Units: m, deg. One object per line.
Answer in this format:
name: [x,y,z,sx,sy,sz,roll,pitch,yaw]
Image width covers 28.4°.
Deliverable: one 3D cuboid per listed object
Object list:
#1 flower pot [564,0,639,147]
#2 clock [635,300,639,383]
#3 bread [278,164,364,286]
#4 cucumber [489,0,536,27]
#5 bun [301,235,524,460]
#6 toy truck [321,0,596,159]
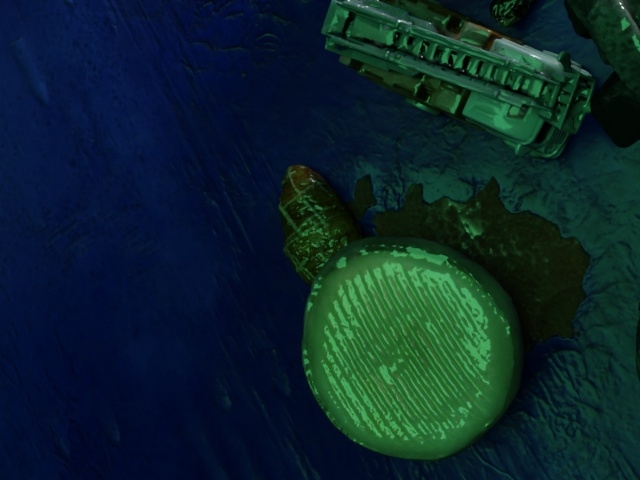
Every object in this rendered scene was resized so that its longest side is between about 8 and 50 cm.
flower pot: [0.390,-0.251,1.328,0.283,0.299,0.299,-40,70,42]
clock: [0.493,0.132,1.301,0.386,0.076,0.386,23,118,52]
bread: [0.000,0.000,1.660,0.105,0.076,0.233,-34,72,20]
cucumber: [0.267,-0.344,1.549,0.053,0.053,0.181,36,103,24]
bun: [0.117,0.129,1.554,0.287,0.146,0.287,1,92,23]
toy truck: [0.174,-0.203,1.515,0.338,0.184,0.133,28,101,25]
